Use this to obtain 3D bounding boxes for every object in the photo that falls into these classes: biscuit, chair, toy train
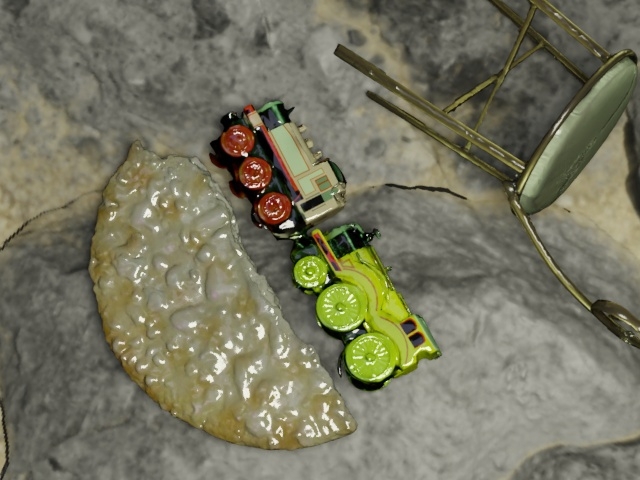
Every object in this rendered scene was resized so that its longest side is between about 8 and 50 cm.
[{"bbox_3d":[-0.099,0.059,1.179,0.141,0.038,0.290,-33,77,4],"label":"biscuit"},{"bbox_3d":[0.177,-0.068,1.099,0.325,0.160,0.170,40,91,16],"label":"chair"},{"bbox_3d":[0.000,0.000,1.167,0.085,0.053,0.250,-31,79,-5],"label":"toy train"}]
